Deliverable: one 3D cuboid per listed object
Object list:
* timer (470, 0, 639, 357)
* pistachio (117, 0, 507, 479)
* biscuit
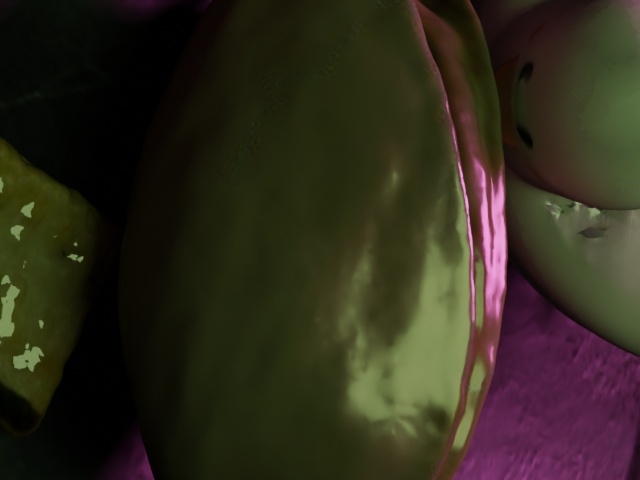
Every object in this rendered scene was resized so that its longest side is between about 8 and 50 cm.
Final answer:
[{"bbox_3d":[0.166,-0.058,0.698,0.233,0.240,0.234,-1,97,-5],"label":"timer"},{"bbox_3d":[0.000,0.000,0.598,0.136,0.135,0.226,16,77,-48],"label":"pistachio"},{"bbox_3d":[-0.105,0.012,0.570,0.083,0.018,0.081,40,66,-44],"label":"biscuit"}]
